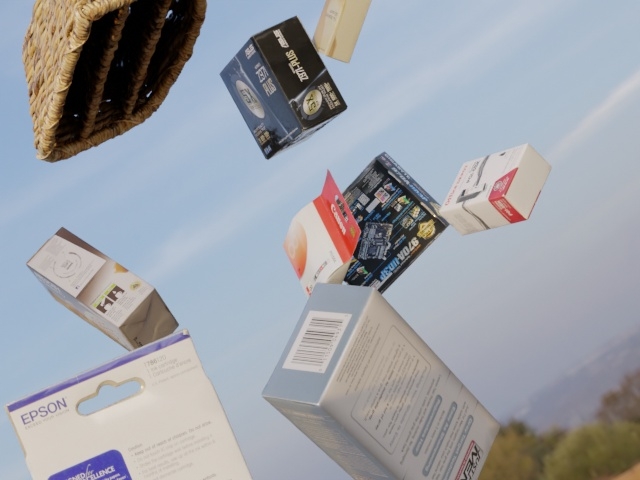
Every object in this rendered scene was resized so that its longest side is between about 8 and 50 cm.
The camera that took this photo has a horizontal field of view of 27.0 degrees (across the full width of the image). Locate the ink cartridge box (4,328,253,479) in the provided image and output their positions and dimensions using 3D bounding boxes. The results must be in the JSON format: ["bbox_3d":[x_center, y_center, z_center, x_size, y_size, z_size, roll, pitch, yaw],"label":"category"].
[{"bbox_3d":[-0.119,0.254,1.088,0.165,0.333,0.065,-21,-2,-10],"label":"ink cartridge box"}]

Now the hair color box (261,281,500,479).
[{"bbox_3d":[0.095,0.239,1.867,0.113,0.374,0.185,3,57,43],"label":"hair color box"}]

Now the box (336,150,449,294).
[{"bbox_3d":[0.098,-0.019,2.342,0.220,0.175,0.051,-48,-5,27],"label":"box"}]

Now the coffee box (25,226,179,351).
[{"bbox_3d":[-0.386,0.095,2.368,0.098,0.246,0.141,-49,-30,-18],"label":"coffee box"}]

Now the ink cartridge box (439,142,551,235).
[{"bbox_3d":[0.241,-0.070,1.854,0.135,0.056,0.099,-16,39,52],"label":"ink cartridge box"}]

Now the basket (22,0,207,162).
[{"bbox_3d":[-0.258,-0.260,1.755,0.213,0.223,0.299,3,-39,-24],"label":"basket"}]

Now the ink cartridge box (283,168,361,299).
[{"bbox_3d":[0.000,0.000,2.116,0.045,0.145,0.179,-8,-40,-23],"label":"ink cartridge box"}]

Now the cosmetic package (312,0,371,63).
[{"bbox_3d":[0.030,-0.304,1.807,0.041,0.060,0.115,15,-80,-27],"label":"cosmetic package"}]

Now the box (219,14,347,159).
[{"bbox_3d":[-0.055,-0.210,1.864,0.077,0.147,0.180,-29,1,-21],"label":"box"}]
